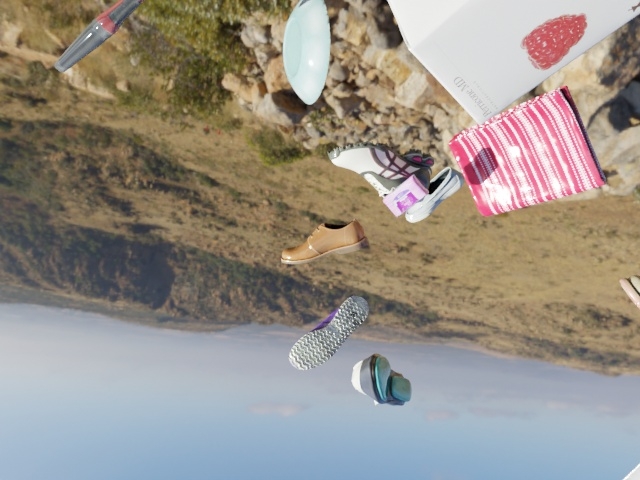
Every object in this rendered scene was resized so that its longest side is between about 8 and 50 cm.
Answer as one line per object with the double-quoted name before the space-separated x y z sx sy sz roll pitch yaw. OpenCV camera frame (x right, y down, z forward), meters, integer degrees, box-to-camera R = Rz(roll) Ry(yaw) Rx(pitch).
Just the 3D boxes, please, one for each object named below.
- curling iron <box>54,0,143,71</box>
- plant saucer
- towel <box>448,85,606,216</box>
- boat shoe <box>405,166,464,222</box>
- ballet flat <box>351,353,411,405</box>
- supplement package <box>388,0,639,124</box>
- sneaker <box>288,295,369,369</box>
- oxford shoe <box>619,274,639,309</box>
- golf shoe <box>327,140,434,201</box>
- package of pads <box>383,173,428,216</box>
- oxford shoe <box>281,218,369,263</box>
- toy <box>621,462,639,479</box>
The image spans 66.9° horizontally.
"curling iron" -0.306 -0.319 0.681 0.274 0.035 0.068 -26 105 38
"plant saucer" -0.035 -0.349 0.883 0.038 0.194 0.195 -6 170 -21
"towel" 0.396 -0.162 0.969 0.031 0.198 0.275 -28 -175 -33
"boat shoe" 0.344 -0.150 1.533 0.081 0.079 0.227 31 121 -29
"ballet flat" 0.091 0.232 0.789 0.074 0.074 0.203 -3 154 25
"supplement package" 0.255 -0.325 0.596 0.293 0.175 0.178 -35 135 30
"sneaker" 0.030 0.298 1.513 0.293 0.102 0.146 -38 170 -12
"oxford shoe" 0.934 0.192 1.198 0.397 0.146 0.140 35 -154 -1
"golf shoe" 0.148 -0.163 1.144 0.273 0.120 0.105 6 177 -20
"package of pads" 0.176 -0.091 0.995 0.083 0.050 0.032 -39 -174 25
"oxford shoe" 0.000 0.000 1.098 0.212 0.076 0.076 -17 -164 19
"toy" 0.316 0.108 0.319 0.137 0.237 0.056 24 -152 5
